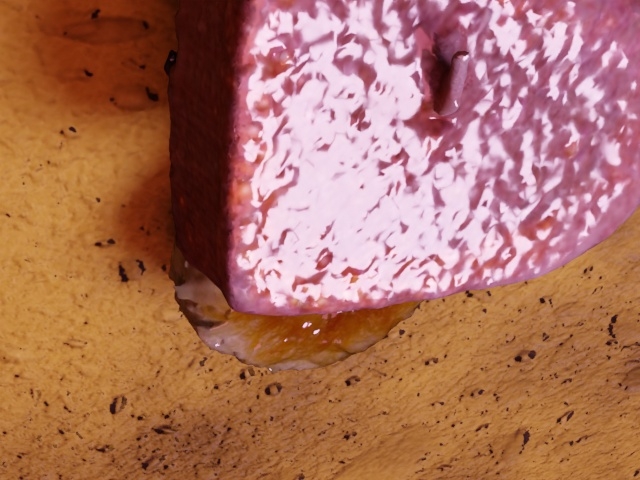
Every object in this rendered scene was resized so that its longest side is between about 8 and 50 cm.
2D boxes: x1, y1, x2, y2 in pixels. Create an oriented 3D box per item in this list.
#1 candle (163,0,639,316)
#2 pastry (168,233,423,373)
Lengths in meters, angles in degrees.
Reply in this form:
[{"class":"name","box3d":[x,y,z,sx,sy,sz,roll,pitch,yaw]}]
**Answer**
[{"class":"candle","box3d":[0.037,-0.080,0.675,0.287,0.131,0.317,-44,125,-2]},{"class":"pastry","box3d":[0.000,0.000,0.847,0.182,0.093,0.192,27,114,-39]}]
